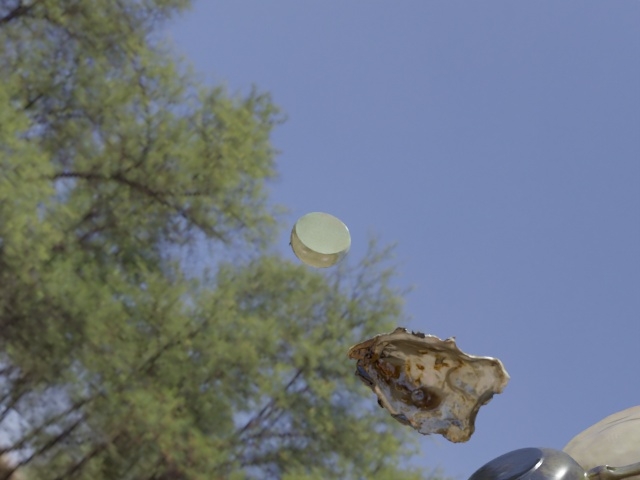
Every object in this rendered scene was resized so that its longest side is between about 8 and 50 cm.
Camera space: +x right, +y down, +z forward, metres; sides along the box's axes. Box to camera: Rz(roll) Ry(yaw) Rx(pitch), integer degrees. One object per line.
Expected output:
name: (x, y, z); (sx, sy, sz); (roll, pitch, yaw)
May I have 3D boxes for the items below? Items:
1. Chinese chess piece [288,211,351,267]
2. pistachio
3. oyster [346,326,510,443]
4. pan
Chinese chess piece: (0.000, 0.000, 1.436); (0.084, 0.084, 0.034); (34, -41, 16)
pistachio: (0.339, 0.246, 1.142); (0.131, 0.206, 0.130); (-120, -156, -44)
oyster: (0.098, 0.130, 1.018); (0.148, 0.103, 0.051); (30, 8, 4)
pan: (0.205, 0.205, 0.927); (0.048, 0.202, 0.128); (64, -5, -5)
